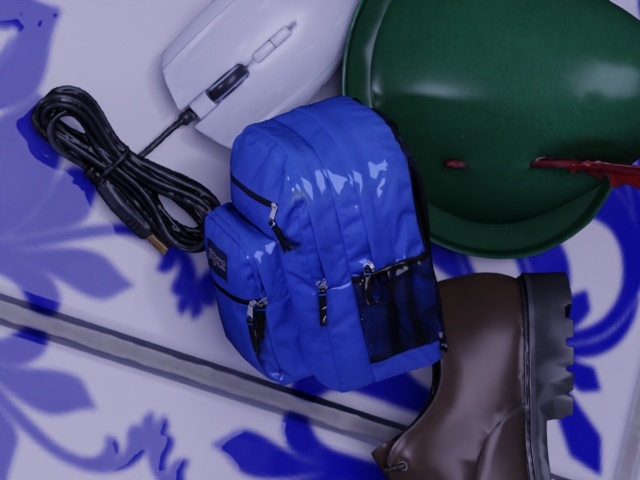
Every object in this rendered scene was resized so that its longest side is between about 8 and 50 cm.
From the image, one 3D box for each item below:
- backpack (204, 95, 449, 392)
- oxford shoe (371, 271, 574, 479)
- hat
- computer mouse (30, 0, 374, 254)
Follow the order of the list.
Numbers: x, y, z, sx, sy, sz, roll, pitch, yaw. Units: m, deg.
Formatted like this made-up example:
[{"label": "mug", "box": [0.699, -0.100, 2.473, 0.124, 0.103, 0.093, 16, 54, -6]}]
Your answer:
[{"label": "backpack", "box": [0.000, 0.000, 0.814, 0.101, 0.098, 0.120, -17, 115, -23]}, {"label": "oxford shoe", "box": [0.071, 0.129, 0.864, 0.096, 0.083, 0.227, 1, 81, -3]}, {"label": "hat", "box": [0.143, -0.072, 0.834, 0.208, 0.183, 0.173, 9, 87, -30]}, {"label": "computer mouse", "box": [-0.039, -0.086, 0.860, 0.106, 0.042, 0.193, 47, 71, -8]}]
